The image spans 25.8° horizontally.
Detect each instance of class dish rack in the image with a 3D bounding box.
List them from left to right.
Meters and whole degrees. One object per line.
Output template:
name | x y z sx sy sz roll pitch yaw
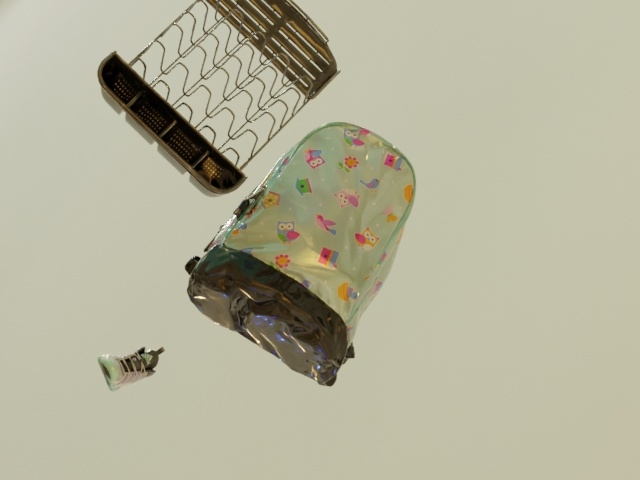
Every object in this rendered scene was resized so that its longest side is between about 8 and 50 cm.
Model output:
dish rack | -0.108 -0.196 1.635 0.271 0.208 0.074 -47 -177 -23

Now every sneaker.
sneaker | -0.193 0.126 1.449 0.069 0.038 0.098 -23 175 -10

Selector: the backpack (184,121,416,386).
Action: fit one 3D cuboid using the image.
backpack | 0.000 0.000 1.085 0.182 0.152 0.115 -57 -177 -27
